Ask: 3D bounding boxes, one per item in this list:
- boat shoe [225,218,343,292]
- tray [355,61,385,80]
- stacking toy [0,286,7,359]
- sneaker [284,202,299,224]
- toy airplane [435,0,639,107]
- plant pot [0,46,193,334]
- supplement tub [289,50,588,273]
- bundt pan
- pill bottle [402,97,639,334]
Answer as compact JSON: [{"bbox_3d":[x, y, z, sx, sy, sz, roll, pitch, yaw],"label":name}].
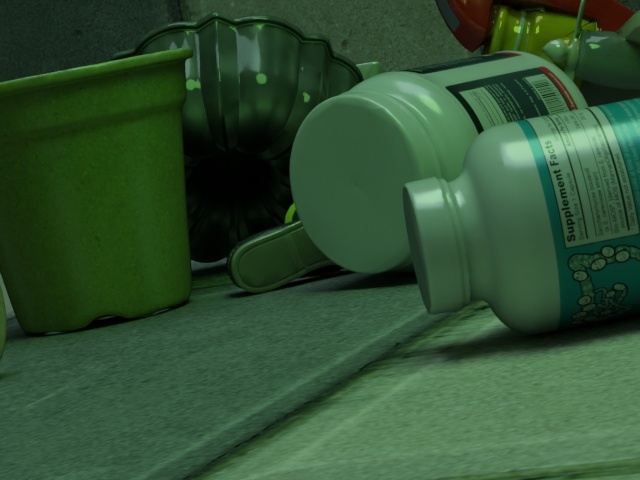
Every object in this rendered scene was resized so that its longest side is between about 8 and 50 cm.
[{"bbox_3d":[0.000,0.000,1.920,0.206,0.075,0.065,-17,9,-15],"label":"boat shoe"},{"bbox_3d":[0.034,-0.095,2.246,0.145,0.270,0.030,-9,46,12],"label":"tray"},{"bbox_3d":[-0.441,0.089,1.618,0.330,0.141,0.141,-14,4,18],"label":"stacking toy"},{"bbox_3d":[0.086,-0.032,2.089,0.295,0.109,0.123,-19,-20,-33],"label":"sneaker"},{"bbox_3d":[0.333,-0.191,2.291,0.384,0.272,0.386,20,-18,42],"label":"toy airplane"},{"bbox_3d":[-0.240,-0.047,1.918,0.276,0.254,0.276,-11,6,1],"label":"plant pot"},{"bbox_3d":[0.121,-0.076,1.826,0.191,0.191,0.272,-6,6,44],"label":"supplement tub"},{"bbox_3d":[-0.101,-0.093,2.121,0.331,0.331,0.124,-10,47,7],"label":"bundt pan"},{"bbox_3d":[0.193,-0.019,1.287,0.264,0.146,0.146,-11,5,-2],"label":"pill bottle"}]
